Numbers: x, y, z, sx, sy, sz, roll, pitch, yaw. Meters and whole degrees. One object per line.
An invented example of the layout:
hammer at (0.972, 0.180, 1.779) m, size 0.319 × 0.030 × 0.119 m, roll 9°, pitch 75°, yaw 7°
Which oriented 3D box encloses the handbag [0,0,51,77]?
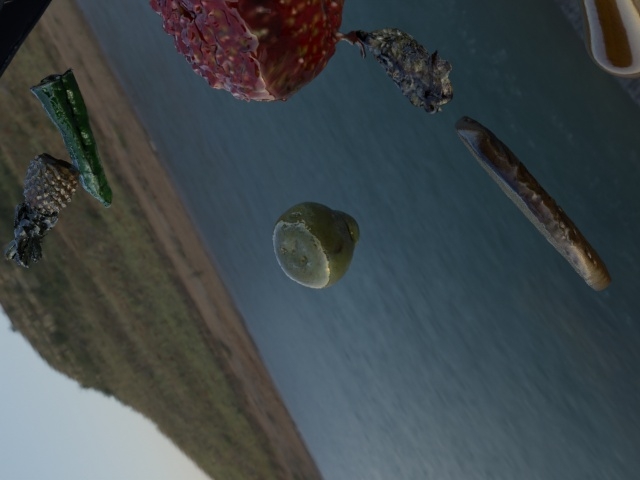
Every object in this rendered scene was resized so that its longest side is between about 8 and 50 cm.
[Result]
handbag at (-0.651, -0.395, 1.373) m, size 0.303 × 0.329 × 0.122 m, roll 29°, pitch 176°, yaw 22°

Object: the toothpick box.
toothpick box at (0.404, -0.356, 1.078) m, size 0.294 × 0.192 × 0.192 m, roll 38°, pitch -171°, yaw -47°

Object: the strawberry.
strawberry at (-0.070, -0.320, 0.978) m, size 0.292 × 0.292 × 0.344 m, roll 101°, pitch 144°, yaw -72°

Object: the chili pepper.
chili pepper at (-0.379, -0.154, 1.272) m, size 0.088 × 0.059 × 0.227 m, roll -55°, pitch -48°, yaw -53°

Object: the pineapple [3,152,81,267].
pineapple at (-0.392, -0.038, 1.113) m, size 0.074 × 0.159 × 0.074 m, roll 26°, pitch -170°, yaw -5°

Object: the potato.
potato at (0.000, 0.000, 1.438) m, size 0.157 × 0.194 × 0.157 m, roll 10°, pitch 111°, yaw 29°

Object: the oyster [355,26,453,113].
oyster at (0.094, -0.192, 0.907) m, size 0.132 × 0.029 × 0.086 m, roll 26°, pitch 136°, yaw 35°

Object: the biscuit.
biscuit at (0.304, -0.056, 1.147) m, size 0.318 × 0.040 × 0.318 m, roll 47°, pitch -169°, yaw -12°
